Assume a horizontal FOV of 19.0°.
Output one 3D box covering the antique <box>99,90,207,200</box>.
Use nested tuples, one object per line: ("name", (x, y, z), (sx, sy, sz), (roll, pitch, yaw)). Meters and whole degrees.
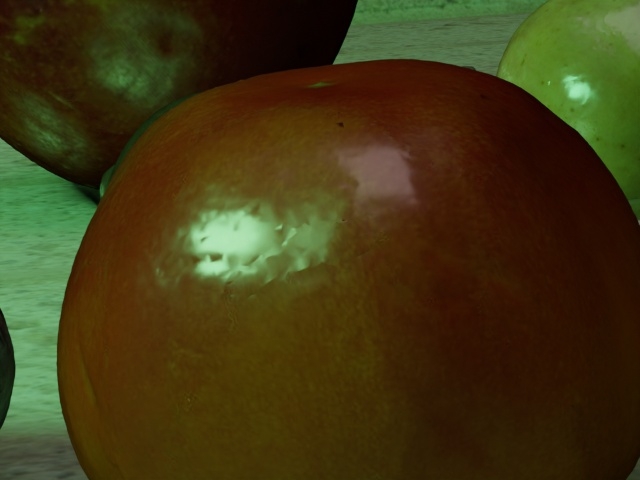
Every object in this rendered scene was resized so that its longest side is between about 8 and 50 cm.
("antique", (0.000, 0.000, 0.966), (0.257, 0.143, 0.121), (10, 15, 39))

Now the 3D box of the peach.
("peach", (-0.127, -0.202, 1.518), (0.335, 0.310, 0.406), (-31, 18, 10))

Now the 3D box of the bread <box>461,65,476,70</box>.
("bread", (0.096, -0.101, 1.572), (0.152, 0.077, 0.105), (-13, 11, -30))

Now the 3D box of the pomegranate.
("pomegranate", (0.194, -0.066, 1.133), (0.191, 0.191, 0.191), (-3, 12, 1))

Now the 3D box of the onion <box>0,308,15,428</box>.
("onion", (-0.205, 0.056, 0.821), (0.206, 0.098, 0.151), (9, 40, 40))

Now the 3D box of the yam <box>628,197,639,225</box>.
("yam", (0.195, 0.012, 1.024), (0.317, 0.071, 0.067), (4, -30, 21))

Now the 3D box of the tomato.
("tomato", (0.011, 0.024, 0.750), (0.259, 0.180, 0.260), (-6, 14, 1))
